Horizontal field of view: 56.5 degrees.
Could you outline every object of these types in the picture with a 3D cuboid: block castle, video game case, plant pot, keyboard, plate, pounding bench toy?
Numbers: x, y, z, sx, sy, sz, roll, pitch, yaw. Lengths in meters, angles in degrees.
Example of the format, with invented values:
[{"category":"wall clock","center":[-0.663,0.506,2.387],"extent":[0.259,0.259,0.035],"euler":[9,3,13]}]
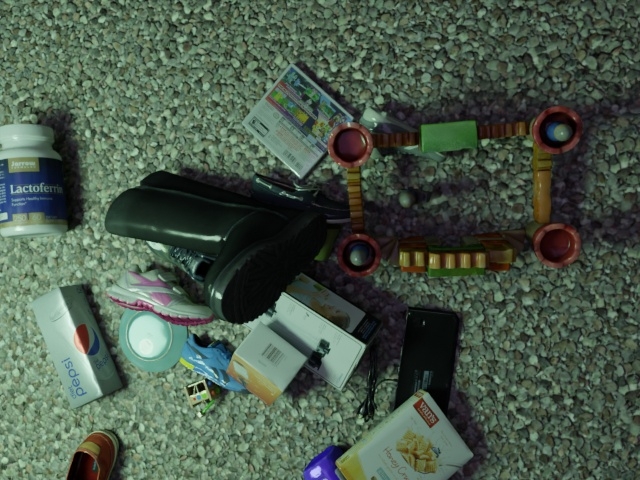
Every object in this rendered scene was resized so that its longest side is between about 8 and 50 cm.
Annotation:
[{"category":"block castle","center":[0.250,-0.087,1.138],"extent":[0.453,0.213,0.303],"euler":[-3,100,6]},{"category":"video game case","center":[-0.052,-0.272,1.360],"extent":[0.201,0.023,0.183],"euler":[44,100,11]},{"category":"plant pot","center":[0.000,0.000,1.324],"extent":[0.083,0.083,0.079],"euler":[16,106,14]},{"category":"keyboard","center":[0.182,0.299,1.276],"extent":[0.201,0.033,0.317],"euler":[8,91,-8]},{"category":"plate","center":[-0.413,0.230,1.452],"extent":[0.188,0.024,0.188],"euler":[0,90,13]},{"category":"pounding bench toy","center":[-0.269,0.368,1.400],"extent":[0.065,0.052,0.083],"euler":[-23,85,13]}]

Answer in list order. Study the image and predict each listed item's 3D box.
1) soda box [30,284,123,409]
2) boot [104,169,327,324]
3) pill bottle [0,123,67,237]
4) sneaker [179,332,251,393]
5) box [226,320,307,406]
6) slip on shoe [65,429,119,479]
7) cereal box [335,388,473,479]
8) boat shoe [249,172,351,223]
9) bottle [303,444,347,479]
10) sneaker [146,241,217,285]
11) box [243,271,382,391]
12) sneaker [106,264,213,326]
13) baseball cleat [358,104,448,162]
[{"category":"soda box","center":[-0.599,0.257,1.465],"extent":[0.098,0.091,0.286],"euler":[-25,84,13]},{"category":"boot","center":[-0.264,-0.009,1.209],"extent":[0.445,0.367,0.146],"euler":[18,117,22]},{"category":"pill bottle","center":[-0.712,-0.143,1.462],"extent":[0.153,0.153,0.264],"euler":[-6,89,14]},{"category":"sneaker","center":[-0.228,0.284,1.382],"extent":[0.209,0.069,0.082],"euler":[24,94,13]},{"category":"box","center":[-0.120,0.270,1.286],"extent":[0.130,0.170,0.091],"euler":[37,61,5]},{"category":"slip on shoe","center":[-0.584,0.632,1.458],"extent":[0.123,0.101,0.331],"euler":[17,96,12]},{"category":"cereal box","center":[0.175,0.450,1.229],"extent":[0.240,0.047,0.173],"euler":[-38,95,-11]},{"category":"boat shoe","center":[-0.040,-0.095,1.323],"extent":[0.254,0.095,0.079],"euler":[14,105,23]},{"category":"bottle","center":[0.079,0.583,1.278],"extent":[0.092,0.118,0.283],"euler":[-39,82,10]},{"category":"sneaker","center":[-0.279,0.038,1.367],"extent":[0.300,0.121,0.111],"euler":[23,95,13]},{"category":"box","center":[-0.030,0.175,1.285],"extent":[0.290,0.087,0.169],"euler":[31,130,13]},{"category":"sneaker","center":[-0.365,0.124,1.399],"extent":[0.252,0.103,0.111],"euler":[19,70,0]},{"category":"baseball cleat","center":[0.171,-0.206,1.288],"extent":[0.206,0.072,0.109],"euler":[36,114,14]}]
